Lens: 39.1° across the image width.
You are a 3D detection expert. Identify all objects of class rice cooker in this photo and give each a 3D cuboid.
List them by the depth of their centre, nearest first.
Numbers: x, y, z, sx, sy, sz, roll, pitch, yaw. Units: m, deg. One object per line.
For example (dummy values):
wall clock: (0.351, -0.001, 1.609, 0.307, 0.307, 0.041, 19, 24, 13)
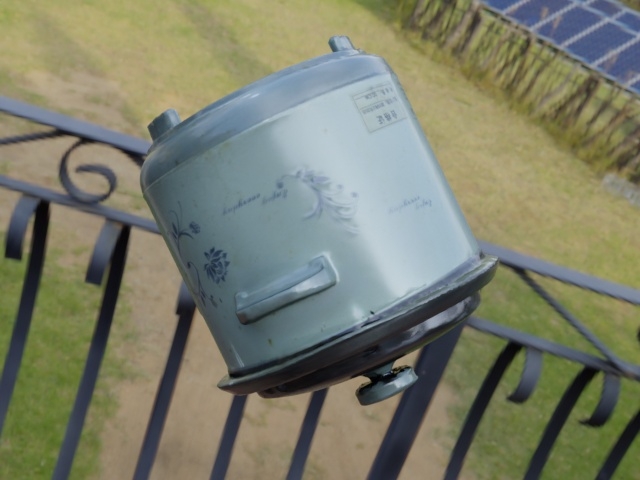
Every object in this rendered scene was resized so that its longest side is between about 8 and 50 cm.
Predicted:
rice cooker: (0.000, 0.000, 0.781, 0.317, 0.264, 0.317, 51, 23, -33)
